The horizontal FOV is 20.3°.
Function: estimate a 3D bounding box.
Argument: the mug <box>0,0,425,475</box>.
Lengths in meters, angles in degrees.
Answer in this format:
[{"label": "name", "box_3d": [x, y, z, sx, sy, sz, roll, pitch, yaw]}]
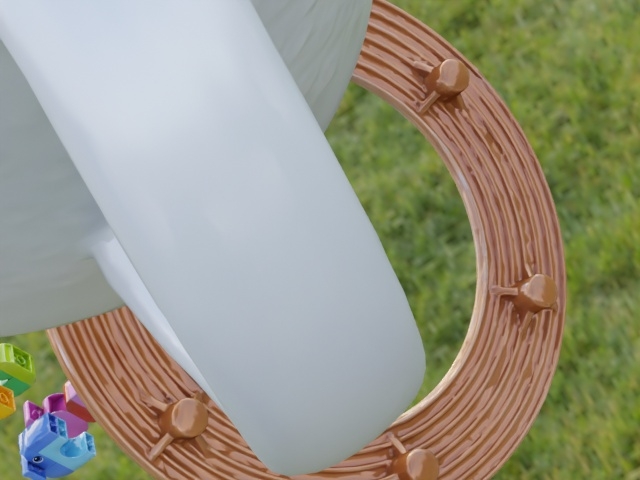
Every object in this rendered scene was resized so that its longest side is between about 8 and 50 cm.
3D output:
[{"label": "mug", "box_3d": [-0.093, -0.104, 0.446, 0.276, 0.328, 0.374, -32, 76, -8]}]

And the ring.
[{"label": "ring", "box_3d": [0.000, 0.000, 1.009, 0.336, 0.336, 0.032, -58, 13, -28]}]

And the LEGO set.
[{"label": "LEGO set", "box_3d": [-0.252, 0.127, 1.296, 0.093, 0.227, 0.087, -37, 43, 20]}]
